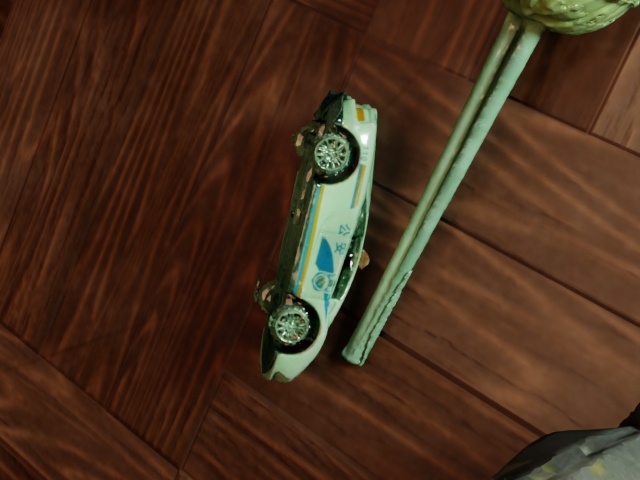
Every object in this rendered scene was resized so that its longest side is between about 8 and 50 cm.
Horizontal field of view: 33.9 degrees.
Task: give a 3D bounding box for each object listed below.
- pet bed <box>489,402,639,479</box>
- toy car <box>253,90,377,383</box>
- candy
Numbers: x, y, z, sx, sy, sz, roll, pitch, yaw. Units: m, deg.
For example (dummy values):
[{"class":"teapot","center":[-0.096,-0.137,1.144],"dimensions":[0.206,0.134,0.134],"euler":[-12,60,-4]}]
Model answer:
[{"class":"pet bed","center":[0.157,0.197,0.502],"dimensions":[0.211,0.159,0.183],"euler":[55,141,24]},{"class":"toy car","center":[0.000,0.000,0.658],"dimensions":[0.093,0.058,0.186],"euler":[-139,62,-75]},{"class":"candy","center":[0.085,-0.061,0.608],"dimensions":[0.093,0.092,0.336],"euler":[25,113,-6]}]
